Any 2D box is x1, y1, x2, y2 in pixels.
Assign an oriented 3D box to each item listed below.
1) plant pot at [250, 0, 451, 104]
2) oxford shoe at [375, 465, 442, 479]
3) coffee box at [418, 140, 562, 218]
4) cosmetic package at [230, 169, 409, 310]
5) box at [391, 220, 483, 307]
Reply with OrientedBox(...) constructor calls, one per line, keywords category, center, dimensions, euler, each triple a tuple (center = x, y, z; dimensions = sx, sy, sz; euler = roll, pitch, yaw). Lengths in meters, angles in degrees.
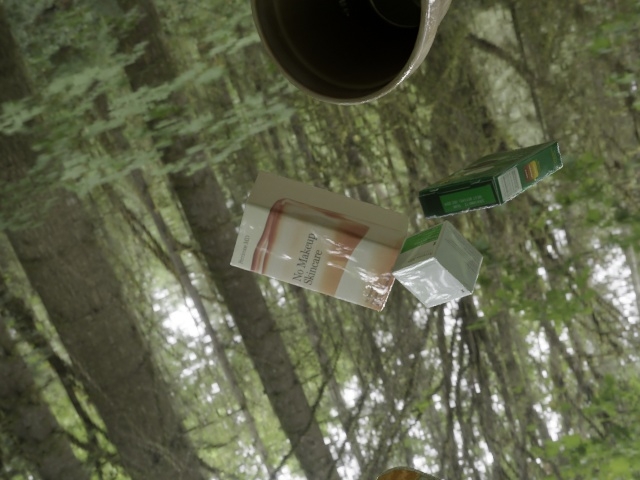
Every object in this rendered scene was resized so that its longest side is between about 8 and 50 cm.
OrientedBox(category="plant pot", center=(0.090, -0.420, 1.326), dimensions=(0.323, 0.323, 0.280), euler=(-4, -160, 36))
OrientedBox(category="oxford shoe", center=(0.222, 0.496, 1.316), dimensions=(0.169, 0.449, 0.130), euler=(-24, -136, 23))
OrientedBox(category="coffee box", center=(0.221, -0.079, 1.002), dimensions=(0.113, 0.040, 0.184), euler=(-10, -168, 42))
OrientedBox(category="cosmetic package", center=(0.000, 0.000, 1.448), dimensions=(0.296, 0.153, 0.129), euler=(16, -146, 0))
OrientedBox(category="box", center=(0.193, 0.041, 1.295), dimensions=(0.101, 0.102, 0.087), euler=(-24, -148, 45))
